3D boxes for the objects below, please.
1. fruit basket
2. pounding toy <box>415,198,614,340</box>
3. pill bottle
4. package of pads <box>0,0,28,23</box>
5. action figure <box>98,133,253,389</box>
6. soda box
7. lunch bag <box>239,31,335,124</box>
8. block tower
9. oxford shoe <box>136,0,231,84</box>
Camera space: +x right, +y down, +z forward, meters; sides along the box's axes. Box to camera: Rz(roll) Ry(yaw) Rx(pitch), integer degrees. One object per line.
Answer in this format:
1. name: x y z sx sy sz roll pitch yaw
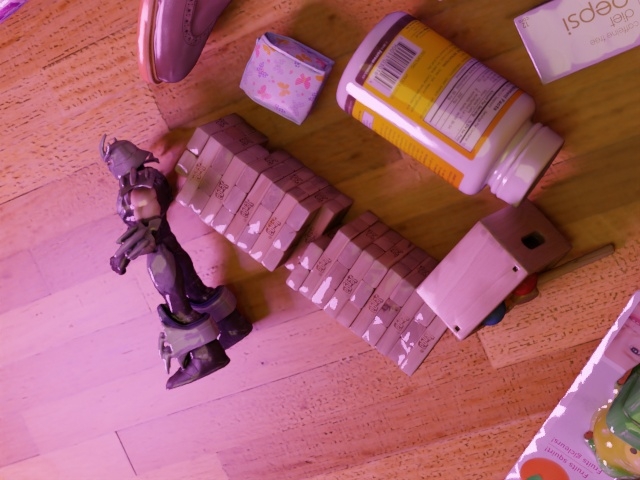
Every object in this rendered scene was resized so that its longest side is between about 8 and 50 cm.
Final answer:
1. fruit basket: 0.367 0.262 1.388 0.327 0.165 0.353 34 120 9
2. pounding toy: 0.198 0.029 1.410 0.100 0.141 0.130 49 124 13
3. pill bottle: 0.131 -0.126 1.386 0.215 0.117 0.117 36 117 9
4. package of pads: -0.365 -0.271 1.587 0.083 0.050 0.032 -30 93 28
5. action figure: -0.178 0.012 1.538 0.099 0.185 0.285 -20 105 12
6. soda box: 0.298 -0.224 1.312 0.216 0.069 0.074 -22 98 28
7. lunch bag: -0.037 -0.175 1.479 0.083 0.053 0.071 26 117 3
8. block tower: 0.000 0.000 1.498 0.335 0.097 0.091 38 117 10
9. oxford shoe: -0.081 -0.301 1.419 0.132 0.130 0.364 29 117 4
